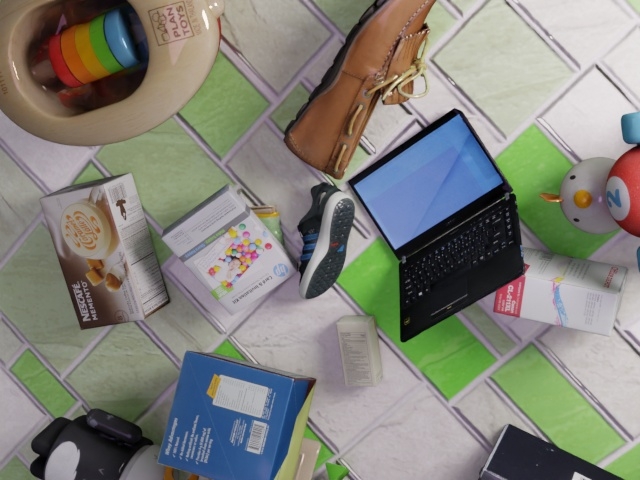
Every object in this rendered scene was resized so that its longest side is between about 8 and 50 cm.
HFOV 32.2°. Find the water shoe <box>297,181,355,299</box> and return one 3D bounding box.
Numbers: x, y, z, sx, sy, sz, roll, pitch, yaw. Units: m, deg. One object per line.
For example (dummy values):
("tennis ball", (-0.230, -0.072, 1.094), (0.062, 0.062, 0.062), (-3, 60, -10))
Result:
("water shoe", (0.000, 0.000, 1.824), (0.080, 0.073, 0.203), (41, 123, 38))

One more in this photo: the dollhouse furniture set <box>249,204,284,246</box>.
("dollhouse furniture set", (-0.142, -0.016, 1.869), (0.152, 0.058, 0.076), (-3, 106, 23))

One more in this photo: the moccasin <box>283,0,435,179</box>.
("moccasin", (0.092, -0.249, 1.659), (0.147, 0.139, 0.380), (36, 114, 1))

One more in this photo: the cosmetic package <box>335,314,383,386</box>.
("cosmetic package", (0.066, 0.184, 1.859), (0.060, 0.041, 0.115), (0, 106, 23))

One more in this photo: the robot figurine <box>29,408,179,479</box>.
("robot figurine", (-0.396, 0.426, 2.054), (0.278, 0.209, 0.173), (19, 69, 16))

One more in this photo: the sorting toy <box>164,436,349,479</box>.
("sorting toy", (-0.107, 0.428, 1.960), (0.348, 0.047, 0.196), (12, 70, 18))

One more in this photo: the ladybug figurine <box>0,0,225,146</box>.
("ladybug figurine", (-0.337, -0.316, 1.794), (0.449, 0.162, 0.305), (-10, 102, 25))

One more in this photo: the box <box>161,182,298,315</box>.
("box", (-0.150, 0.017, 1.850), (0.145, 0.038, 0.186), (-34, 112, 16))

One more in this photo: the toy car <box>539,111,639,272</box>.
("toy car", (0.412, -0.064, 1.564), (0.238, 0.210, 0.219), (-6, 94, 36))

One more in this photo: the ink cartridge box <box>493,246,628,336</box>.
("ink cartridge box", (0.360, 0.074, 1.656), (0.175, 0.127, 0.072), (12, 110, 18))

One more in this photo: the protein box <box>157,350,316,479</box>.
("protein box", (-0.140, 0.307, 1.891), (0.201, 0.136, 0.199), (12, 86, 18))

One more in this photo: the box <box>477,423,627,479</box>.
("box", (0.377, 0.521, 1.764), (0.343, 0.179, 0.312), (25, 113, 13))

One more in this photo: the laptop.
("laptop", (0.168, -0.023, 1.681), (0.234, 0.264, 0.136), (-34, 125, 32))

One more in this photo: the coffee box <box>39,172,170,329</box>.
("coffee box", (-0.378, 0.020, 1.953), (0.141, 0.098, 0.246), (-9, 103, 24))
